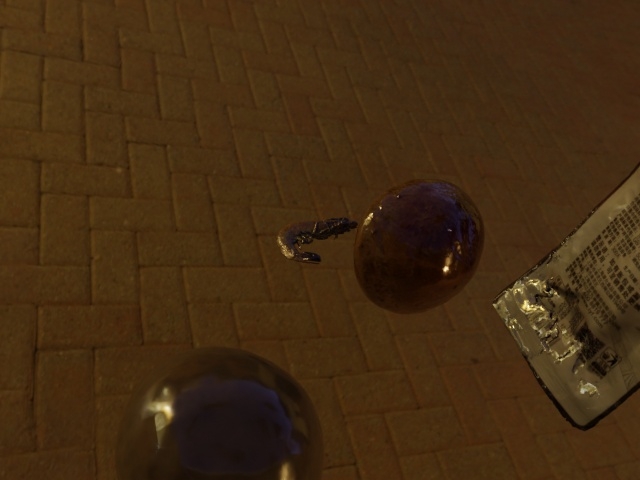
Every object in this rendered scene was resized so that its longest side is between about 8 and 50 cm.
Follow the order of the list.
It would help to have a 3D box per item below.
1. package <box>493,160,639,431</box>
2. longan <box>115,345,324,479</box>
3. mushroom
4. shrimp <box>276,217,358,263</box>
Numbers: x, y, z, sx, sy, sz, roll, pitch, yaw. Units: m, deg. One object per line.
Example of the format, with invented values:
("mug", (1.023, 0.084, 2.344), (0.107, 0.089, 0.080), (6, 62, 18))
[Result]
("package", (0.256, 0.040, 0.509), (0.030, 0.239, 0.154), (5, 45, -30))
("longan", (-0.136, 0.285, 0.819), (0.297, 0.297, 0.297), (17, 42, -16))
("mushroom", (0.197, 0.016, 1.112), (0.195, 0.263, 0.283), (18, -2, 28))
("shrimp", (0.000, -0.001, 1.224), (0.178, 0.034, 0.124), (-5, 42, -9))
